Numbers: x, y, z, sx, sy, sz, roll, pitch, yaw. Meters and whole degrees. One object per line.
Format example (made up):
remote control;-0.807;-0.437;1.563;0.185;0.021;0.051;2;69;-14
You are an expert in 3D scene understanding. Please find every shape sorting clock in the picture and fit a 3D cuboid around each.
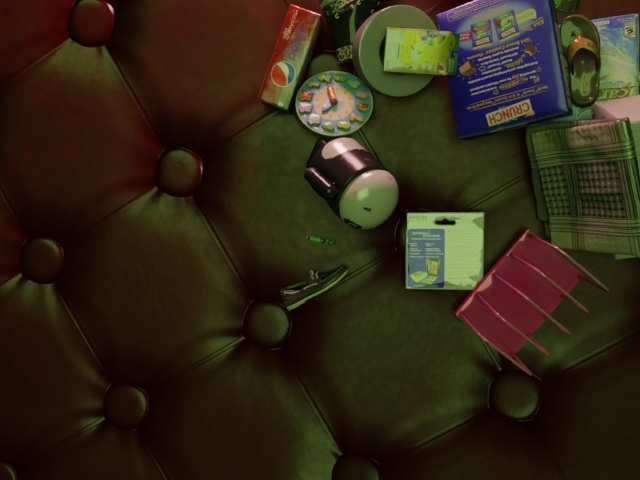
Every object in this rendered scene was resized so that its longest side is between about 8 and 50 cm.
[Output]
shape sorting clock;0.036;-0.365;1.535;0.206;0.040;0.206;-2;66;5

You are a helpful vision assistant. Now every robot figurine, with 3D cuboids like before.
robot figurine;0.075;-0.148;1.478;0.209;0.174;0.278;-32;53;-12

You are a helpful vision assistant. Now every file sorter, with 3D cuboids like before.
file sorter;0.523;0.157;1.444;0.202;0.182;0.291;37;97;-10

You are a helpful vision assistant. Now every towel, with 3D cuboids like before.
towel;0.605;-0.123;1.357;0.056;0.324;0.312;-20;102;-15

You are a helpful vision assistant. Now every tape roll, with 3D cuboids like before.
tape roll;0.194;-0.481;1.486;0.219;0.072;0.219;-3;106;-12

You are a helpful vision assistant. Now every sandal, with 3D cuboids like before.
sandal;0.619;-0.430;1.382;0.089;0.060;0.220;-2;92;23

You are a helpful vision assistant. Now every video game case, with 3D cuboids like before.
video game case;0.638;-0.412;1.442;0.269;0.061;0.245;-1;94;23

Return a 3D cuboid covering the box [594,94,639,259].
box;0.772;-0.154;1.354;0.214;0.168;0.346;-8;118;8

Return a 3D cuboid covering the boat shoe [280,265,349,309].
boat shoe;-0.020;0.116;1.588;0.206;0.075;0.065;-32;92;13

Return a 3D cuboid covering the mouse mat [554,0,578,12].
mouse mat;0.603;-0.692;1.491;0.152;0.007;0.190;13;96;6

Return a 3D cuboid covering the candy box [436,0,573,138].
candy box;0.450;-0.431;1.424;0.268;0.122;0.318;-9;91;33

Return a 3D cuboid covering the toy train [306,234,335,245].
toy train;0.000;0.000;1.603;0.083;0.023;0.017;10;95;6

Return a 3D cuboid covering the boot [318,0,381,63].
boot;0.129;-0.579;1.527;0.236;0.085;0.179;-14;98;4

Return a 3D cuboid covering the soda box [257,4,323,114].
soda box;-0.079;-0.480;1.555;0.092;0.083;0.263;21;95;5

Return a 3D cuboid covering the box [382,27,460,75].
box;0.246;-0.461;1.422;0.179;0.043;0.105;5;105;3

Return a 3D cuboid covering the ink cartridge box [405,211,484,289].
ink cartridge box;0.331;0.027;1.550;0.206;0.045;0.209;1;95;7
